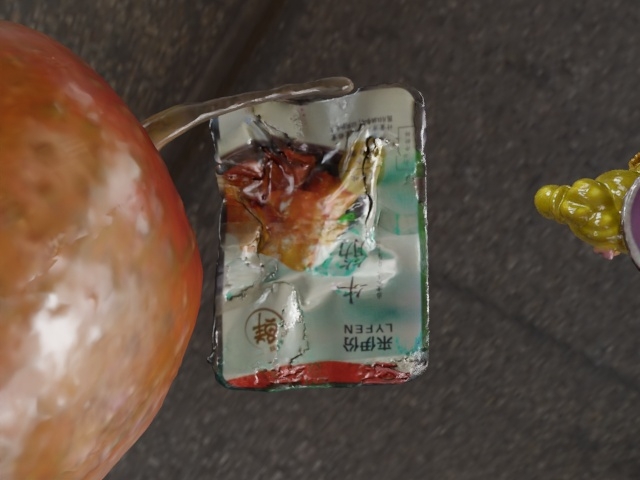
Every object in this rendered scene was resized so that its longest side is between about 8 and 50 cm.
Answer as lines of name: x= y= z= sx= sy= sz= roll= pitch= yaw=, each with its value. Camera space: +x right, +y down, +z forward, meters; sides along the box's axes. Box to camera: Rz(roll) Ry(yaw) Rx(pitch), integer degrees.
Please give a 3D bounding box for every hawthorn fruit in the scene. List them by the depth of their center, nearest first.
hawthorn fruit: x=-0.169 y=0.010 z=0.832 sx=0.235 sy=0.231 sz=0.263 roll=31 pitch=37 yaw=-1

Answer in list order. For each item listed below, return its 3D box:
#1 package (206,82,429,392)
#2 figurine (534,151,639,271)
package: x=0.000 y=0.000 z=1.357 sx=0.166 sy=0.040 sz=0.232 roll=0 pitch=103 yaw=-4
figurine: x=0.162 y=-0.016 z=0.810 sx=0.115 sy=0.095 sz=0.156 roll=10 pitch=14 yaw=22
